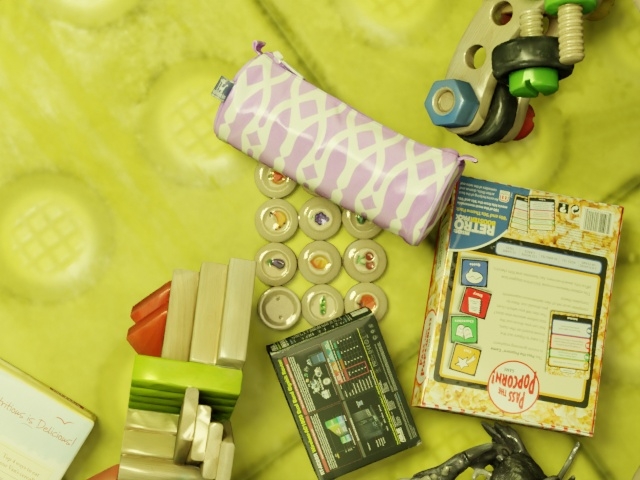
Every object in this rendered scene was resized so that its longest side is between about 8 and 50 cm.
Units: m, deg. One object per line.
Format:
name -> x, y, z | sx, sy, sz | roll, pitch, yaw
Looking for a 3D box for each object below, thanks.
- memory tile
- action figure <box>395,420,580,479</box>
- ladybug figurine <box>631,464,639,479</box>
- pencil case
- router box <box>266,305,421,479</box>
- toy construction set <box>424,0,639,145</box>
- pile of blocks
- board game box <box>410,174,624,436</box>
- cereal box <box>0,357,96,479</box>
memory tile -> 0.000, 0.000, 1.149 | 0.113, 0.012, 0.148 | -1, 92, -6
action figure -> 0.115, 0.245, 1.105 | 0.275, 0.141, 0.164 | -14, 61, -42
ladybug figurine -> 0.428, 0.328, 1.126 | 0.305, 0.162, 0.449 | -42, 95, -3
pencil case -> 0.015, -0.076, 1.098 | 0.206, 0.086, 0.088 | 30, 93, 4
router box -> 0.019, 0.127, 1.134 | 0.092, 0.038, 0.122 | -21, 100, -6
toy construction set -> 0.236, -0.206, 1.085 | 0.309, 0.257, 0.237 | 4, 78, -26
pile of blocks -> -0.131, 0.186, 1.071 | 0.112, 0.149, 0.362 | 8, 91, -6
board game box -> 0.163, 0.054, 1.136 | 0.147, 0.045, 0.193 | 11, 81, -6
cereal box -> -0.314, 0.201, 1.102 | 0.173, 0.047, 0.240 | 32, 87, -6
